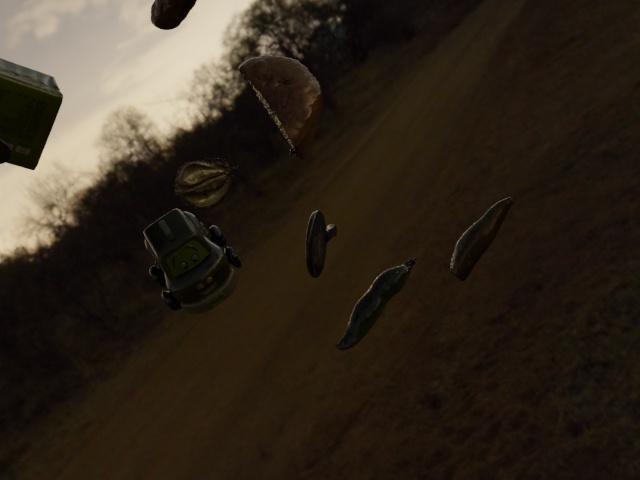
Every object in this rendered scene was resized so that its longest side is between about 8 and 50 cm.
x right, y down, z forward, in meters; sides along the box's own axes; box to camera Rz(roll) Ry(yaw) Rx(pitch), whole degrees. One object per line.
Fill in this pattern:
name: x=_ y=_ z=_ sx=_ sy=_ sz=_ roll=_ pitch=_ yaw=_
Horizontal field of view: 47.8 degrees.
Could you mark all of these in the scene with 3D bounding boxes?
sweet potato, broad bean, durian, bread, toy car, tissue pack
sweet potato: x=0.397 y=-0.012 z=1.811 sx=0.243 sy=0.077 sz=0.077 roll=-61 pitch=3 yaw=15
broad bean: x=0.153 y=0.166 z=2.003 sx=0.339 sy=0.077 sz=0.061 roll=-51 pitch=-20 yaw=-4
durian: x=-0.230 y=-0.128 z=1.453 sx=0.140 sy=0.110 sz=0.071 roll=-26 pitch=38 yaw=-4
sweet potato: x=-0.362 y=-0.624 z=1.835 sx=0.097 sy=0.097 sz=0.252 roll=-44 pitch=7 yaw=-36
bread: x=-0.064 y=-0.308 z=1.560 sx=0.134 sy=0.260 sz=0.129 roll=-31 pitch=-21 yaw=2
toy car: x=-0.319 y=0.030 z=1.679 sx=0.204 sy=0.198 sz=0.248 roll=-35 pitch=54 yaw=-6
tissue pack: x=-0.750 y=-0.304 z=1.608 sx=0.200 sy=0.275 sz=0.167 roll=-62 pitch=39 yaw=16

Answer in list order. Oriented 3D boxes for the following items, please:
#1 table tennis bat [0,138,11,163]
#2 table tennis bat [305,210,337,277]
table tennis bat: x=-0.566 y=-0.148 z=1.234 sx=0.083 sy=0.050 sz=0.007 roll=-20 pitch=31 yaw=23
table tennis bat: x=0.000 y=0.000 z=1.649 sx=0.027 sy=0.150 sz=0.236 roll=2 pitch=12 yaw=14
